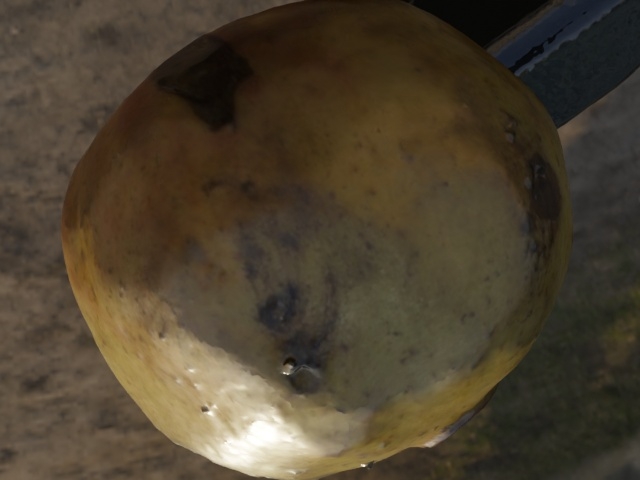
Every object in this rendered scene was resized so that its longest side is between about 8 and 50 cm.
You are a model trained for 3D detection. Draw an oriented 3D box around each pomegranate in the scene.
[{"bbox_3d":[0.000,0.000,0.691,0.281,0.281,0.281,-11,144,-8],"label":"pomegranate"}]

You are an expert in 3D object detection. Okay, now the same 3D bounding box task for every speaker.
[{"bbox_3d":[0.115,-0.101,0.990,0.388,0.180,0.184,-37,125,3],"label":"speaker"}]
